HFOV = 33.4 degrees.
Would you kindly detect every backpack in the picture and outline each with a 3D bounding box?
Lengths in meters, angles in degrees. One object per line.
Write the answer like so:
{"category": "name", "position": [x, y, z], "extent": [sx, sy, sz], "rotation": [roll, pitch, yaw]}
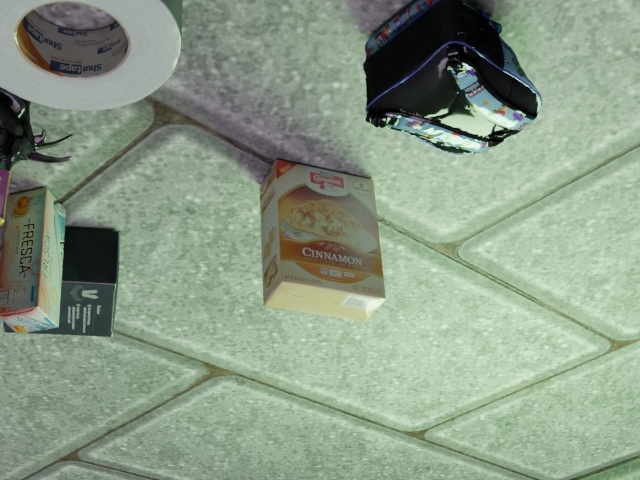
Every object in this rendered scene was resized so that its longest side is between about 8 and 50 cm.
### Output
{"category": "backpack", "position": [0.152, -0.175, 1.179], "extent": [0.173, 0.116, 0.158], "rotation": [22, 139, -34]}

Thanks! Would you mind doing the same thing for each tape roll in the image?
{"category": "tape roll", "position": [-0.252, -0.229, 1.095], "extent": [0.219, 0.072, 0.219], "rotation": [-3, 147, -2]}

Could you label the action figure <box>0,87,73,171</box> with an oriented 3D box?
{"category": "action figure", "position": [-0.414, -0.136, 1.152], "extent": [0.276, 0.164, 0.141], "rotation": [31, 123, -28]}

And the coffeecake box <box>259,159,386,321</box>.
{"category": "coffeecake box", "position": [0.000, 0.000, 1.371], "extent": [0.142, 0.185, 0.068], "rotation": [10, 145, -21]}

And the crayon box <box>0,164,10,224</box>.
{"category": "crayon box", "position": [-0.617, -0.062, 1.282], "extent": [0.313, 0.106, 0.363], "rotation": [-32, 137, 33]}

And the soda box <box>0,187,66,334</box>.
{"category": "soda box", "position": [-0.370, 0.026, 1.372], "extent": [0.058, 0.183, 0.063], "rotation": [-10, 148, 10]}

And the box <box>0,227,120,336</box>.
{"category": "box", "position": [-0.367, 0.059, 1.508], "extent": [0.158, 0.093, 0.156], "rotation": [4, 146, -11]}
